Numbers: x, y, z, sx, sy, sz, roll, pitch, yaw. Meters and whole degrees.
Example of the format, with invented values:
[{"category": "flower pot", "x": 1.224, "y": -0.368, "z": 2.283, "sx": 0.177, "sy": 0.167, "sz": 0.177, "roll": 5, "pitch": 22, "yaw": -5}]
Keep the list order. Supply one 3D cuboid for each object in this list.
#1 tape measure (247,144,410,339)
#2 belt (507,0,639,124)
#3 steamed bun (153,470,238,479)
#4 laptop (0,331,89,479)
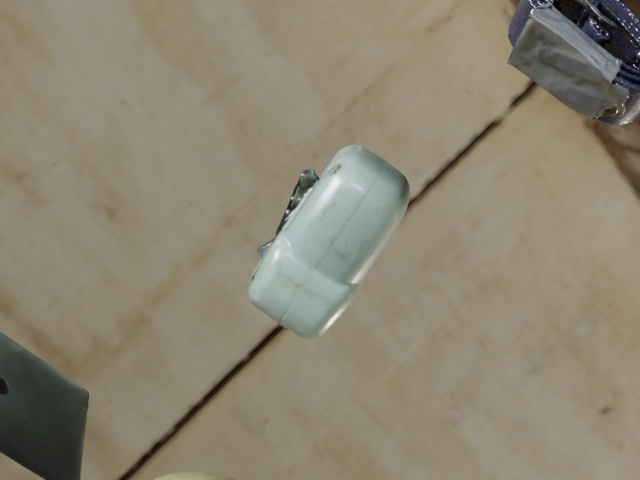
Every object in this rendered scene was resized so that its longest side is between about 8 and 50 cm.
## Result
[{"category": "tape measure", "x": 0.000, "y": 0.001, "z": 1.528, "sx": 0.125, "sy": 0.246, "sz": 0.243, "roll": 32, "pitch": -178, "yaw": -4}, {"category": "belt", "x": 0.370, "y": -0.268, "z": 1.771, "sx": 0.230, "sy": 0.139, "sz": 0.126, "roll": 41, "pitch": 152, "yaw": 9}, {"category": "steamed bun", "x": -0.119, "y": 0.408, "z": 1.118, "sx": 0.325, "sy": 0.372, "sz": 0.230, "roll": 42, "pitch": -177, "yaw": 3}, {"category": "laptop", "x": -0.382, "y": 0.173, "z": 1.513, "sx": 0.269, "sy": 0.015, "sz": 0.188, "roll": 40, "pitch": -158, "yaw": -27}]
